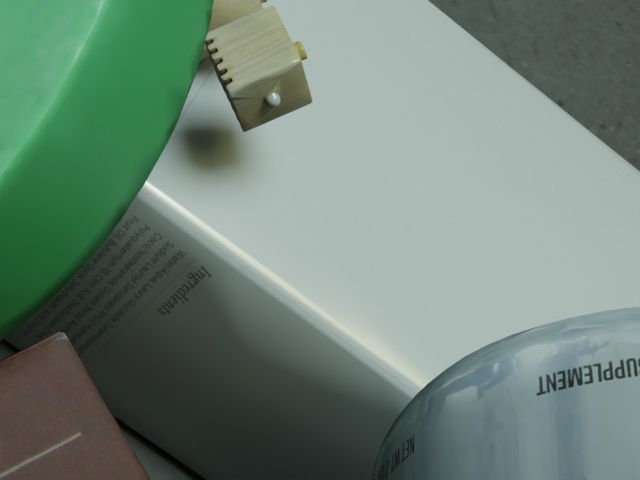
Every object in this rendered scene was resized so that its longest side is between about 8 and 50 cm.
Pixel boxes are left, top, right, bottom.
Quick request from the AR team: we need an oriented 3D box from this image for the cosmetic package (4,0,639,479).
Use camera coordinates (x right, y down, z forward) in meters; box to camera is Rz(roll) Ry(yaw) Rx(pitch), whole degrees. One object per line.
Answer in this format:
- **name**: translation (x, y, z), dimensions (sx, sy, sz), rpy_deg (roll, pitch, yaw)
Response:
- **cosmetic package**: translation (0.000, 0.000, 0.641), dimensions (0.365, 0.155, 0.197), rpy_deg (39, 49, -12)

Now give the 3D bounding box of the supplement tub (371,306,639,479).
- **supplement tub**: translation (0.110, 0.204, 0.390), dimensions (0.207, 0.207, 0.338), rpy_deg (22, 50, -24)

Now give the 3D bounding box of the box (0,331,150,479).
- **box**: translation (-0.083, 0.244, 0.458), dimensions (0.191, 0.143, 0.381), rpy_deg (-27, 80, -42)

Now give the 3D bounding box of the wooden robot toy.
- **wooden robot toy**: translation (-0.071, -0.108, 0.527), dimensions (0.079, 0.076, 0.173), rpy_deg (-26, 78, -4)

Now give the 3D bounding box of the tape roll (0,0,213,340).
- **tape roll**: translation (-0.196, -0.099, 0.473), dimensions (0.077, 0.321, 0.321), rpy_deg (47, 25, -69)
